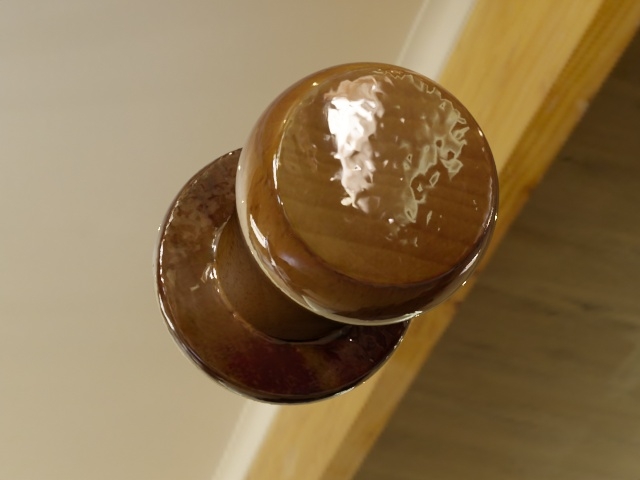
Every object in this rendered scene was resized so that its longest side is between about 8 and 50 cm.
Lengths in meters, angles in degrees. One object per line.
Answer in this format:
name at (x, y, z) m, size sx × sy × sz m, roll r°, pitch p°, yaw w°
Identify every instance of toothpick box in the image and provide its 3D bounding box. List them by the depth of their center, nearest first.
toothpick box at (0.000, 0.000, 0.872) m, size 0.192 × 0.192 × 0.294 m, roll 9°, pitch -17°, yaw -14°
